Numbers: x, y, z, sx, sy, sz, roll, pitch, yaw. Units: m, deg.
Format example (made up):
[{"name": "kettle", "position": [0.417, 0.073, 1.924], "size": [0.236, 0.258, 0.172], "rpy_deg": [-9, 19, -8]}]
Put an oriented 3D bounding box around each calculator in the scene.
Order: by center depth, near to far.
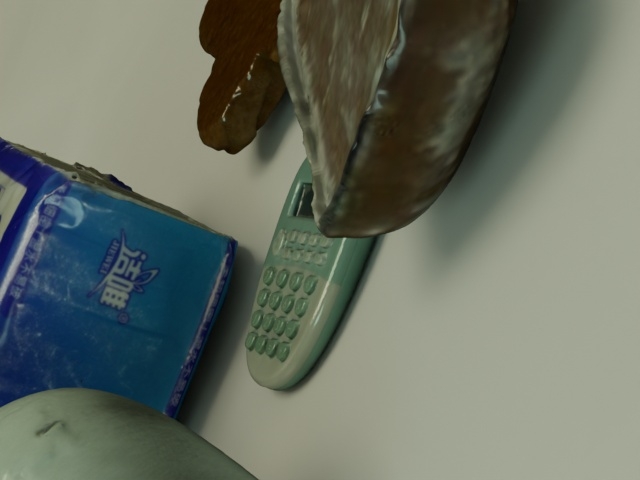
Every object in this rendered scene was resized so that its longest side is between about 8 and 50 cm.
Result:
[{"name": "calculator", "position": [0.000, 0.000, 0.888], "size": [0.095, 0.021, 0.153], "rpy_deg": [8, 75, 67]}]

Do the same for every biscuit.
[{"name": "biscuit", "position": [0.002, -0.182, 1.045], "size": [0.290, 0.041, 0.208], "rpy_deg": [-68, 21, -2]}]

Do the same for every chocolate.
[{"name": "chocolate", "position": [0.045, -0.116, 0.828], "size": [0.254, 0.080, 0.157], "rpy_deg": [-99, 26, -56]}]

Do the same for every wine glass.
[{"name": "wine glass", "position": [-0.141, 0.111, 0.789], "size": [0.321, 0.143, 0.143], "rpy_deg": [26, 91, 37]}]

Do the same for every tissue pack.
[{"name": "tissue pack", "position": [-0.161, 0.090, 1.021], "size": [0.209, 0.137, 0.269], "rpy_deg": [20, 89, 66]}]
